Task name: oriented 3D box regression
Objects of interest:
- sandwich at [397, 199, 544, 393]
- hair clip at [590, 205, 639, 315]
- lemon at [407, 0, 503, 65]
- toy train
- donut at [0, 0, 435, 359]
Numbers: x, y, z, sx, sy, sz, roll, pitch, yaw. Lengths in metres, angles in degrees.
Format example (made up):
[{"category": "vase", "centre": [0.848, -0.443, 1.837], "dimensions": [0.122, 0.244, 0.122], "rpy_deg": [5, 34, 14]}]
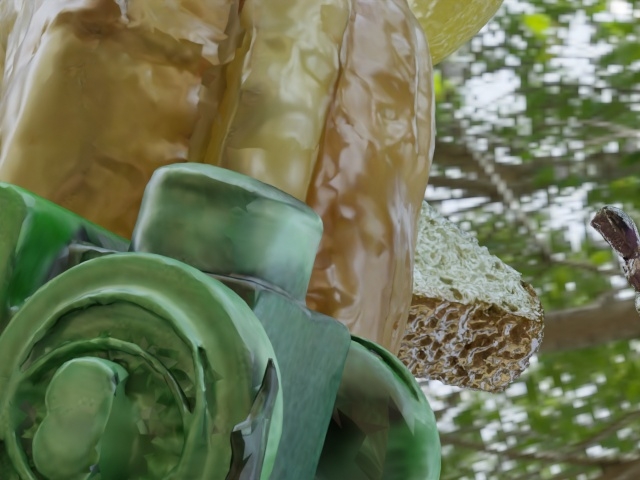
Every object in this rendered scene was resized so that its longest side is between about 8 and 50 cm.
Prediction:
[{"category": "sandwich", "centre": [0.001, -0.004, 1.359], "dimensions": [0.254, 0.288, 0.100], "rpy_deg": [-108, -149, -53]}, {"category": "hair clip", "centre": [0.286, 0.057, 1.347], "dimensions": [0.056, 0.187, 0.146], "rpy_deg": [-52, -142, 25]}, {"category": "lemon", "centre": [0.017, -0.302, 1.607], "dimensions": [0.348, 0.348, 0.348], "rpy_deg": [4, -83, 40]}, {"category": "toy train", "centre": [-0.083, 0.094, 0.474], "dimensions": [0.188, 0.132, 0.243], "rpy_deg": [13, -97, 27]}, {"category": "donut", "centre": [-0.097, 0.018, 0.876], "dimensions": [0.449, 0.198, 0.449], "rpy_deg": [-56, -158, 36]}]
